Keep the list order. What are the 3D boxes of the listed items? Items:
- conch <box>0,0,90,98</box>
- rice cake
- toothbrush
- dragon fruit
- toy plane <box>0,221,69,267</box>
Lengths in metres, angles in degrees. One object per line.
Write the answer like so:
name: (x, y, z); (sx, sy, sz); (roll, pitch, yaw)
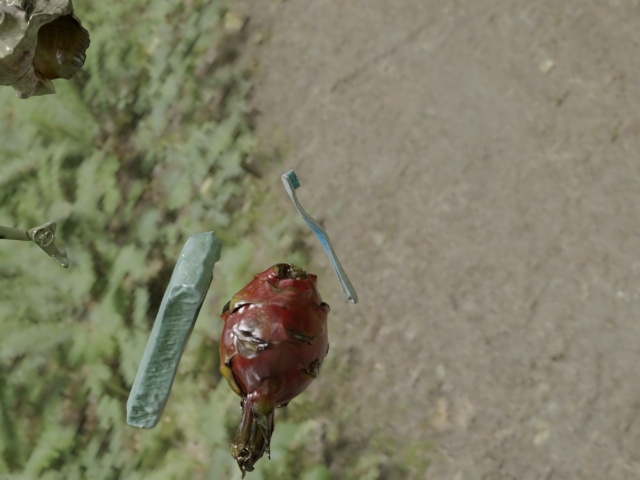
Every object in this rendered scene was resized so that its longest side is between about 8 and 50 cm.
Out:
conch: (-0.445, -0.297, 2.247); (0.178, 0.245, 0.163); (-13, 61, 8)
rice cake: (-0.149, 0.093, 1.479); (0.085, 0.040, 0.226); (-76, 7, -49)
toothbrush: (0.000, 0.000, 1.443); (0.017, 0.162, 0.014); (-41, 30, -28)
dragon fruit: (-0.059, 0.142, 1.611); (0.125, 0.125, 0.246); (3, 57, 9)
toy plane: (-0.451, -0.017, 1.809); (0.092, 0.286, 0.108); (-127, 45, -67)
